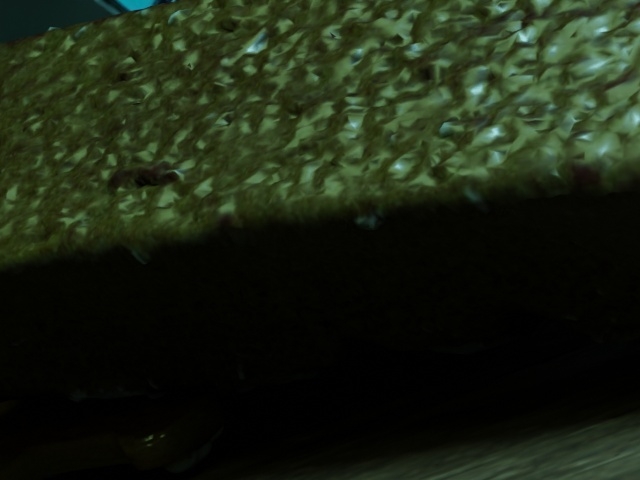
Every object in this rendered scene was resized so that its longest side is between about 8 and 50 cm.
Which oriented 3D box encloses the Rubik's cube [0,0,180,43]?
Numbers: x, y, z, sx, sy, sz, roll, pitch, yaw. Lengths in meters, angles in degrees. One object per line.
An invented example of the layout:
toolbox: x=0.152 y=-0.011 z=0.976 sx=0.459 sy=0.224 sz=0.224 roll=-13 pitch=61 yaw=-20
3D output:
Rubik's cube: x=-0.101 y=-0.116 z=0.891 sx=0.167 sy=0.180 sz=0.183 roll=-39 pitch=24 yaw=41

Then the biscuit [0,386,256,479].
biscuit: x=-0.116 y=0.083 z=0.769 sx=0.205 sy=0.031 sz=0.138 roll=-15 pitch=20 yaw=26

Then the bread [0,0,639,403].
bread: x=-0.006 y=-0.026 z=0.677 sx=0.417 sy=0.113 sz=0.165 roll=-7 pitch=46 yaw=31
